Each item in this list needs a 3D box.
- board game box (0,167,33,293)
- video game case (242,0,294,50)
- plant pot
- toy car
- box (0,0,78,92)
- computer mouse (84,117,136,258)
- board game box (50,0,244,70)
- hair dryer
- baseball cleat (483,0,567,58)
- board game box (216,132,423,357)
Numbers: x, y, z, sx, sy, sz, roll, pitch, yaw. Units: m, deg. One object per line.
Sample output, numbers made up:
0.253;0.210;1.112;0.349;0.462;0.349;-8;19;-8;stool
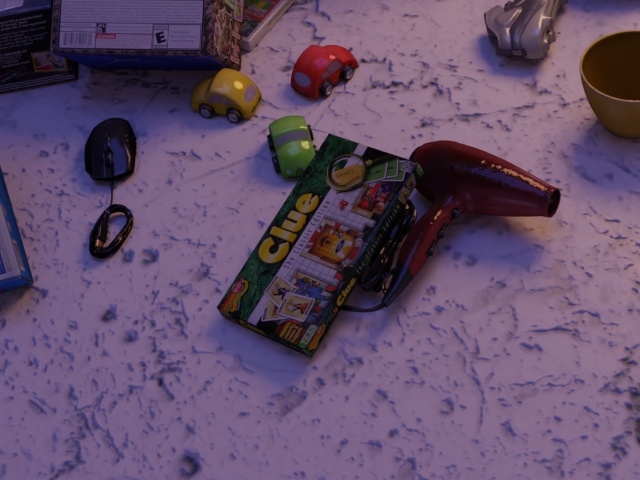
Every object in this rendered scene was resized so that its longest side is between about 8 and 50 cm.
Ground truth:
-0.540;-0.050;1.469;0.302;0.086;0.308;-17;83;-5;board game box
-0.140;-0.369;1.824;0.201;0.023;0.183;20;55;24;video game case
0.390;-0.183;1.513;0.134;0.095;0.134;-6;48;6;plant pot
-0.049;-0.175;1.614;0.239;0.053;0.225;-15;48;-3;toy car
-0.450;-0.353;1.786;0.163;0.142;0.247;-10;48;1;box
-0.277;-0.077;1.579;0.071;0.041;0.242;-9;49;2;computer mouse
-0.231;-0.388;1.677;0.232;0.141;0.291;3;90;12;board game box
0.140;-0.021;1.445;0.293;0.080;0.223;-17;55;9;hair dryer
0.285;-0.330;1.680;0.109;0.072;0.206;4;46;22;baseball cleat
0.000;0.000;1.418;0.136;0.030;0.259;20;70;35;board game box
